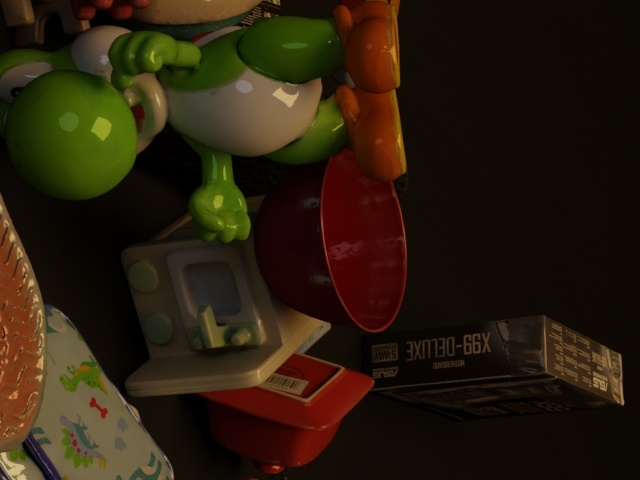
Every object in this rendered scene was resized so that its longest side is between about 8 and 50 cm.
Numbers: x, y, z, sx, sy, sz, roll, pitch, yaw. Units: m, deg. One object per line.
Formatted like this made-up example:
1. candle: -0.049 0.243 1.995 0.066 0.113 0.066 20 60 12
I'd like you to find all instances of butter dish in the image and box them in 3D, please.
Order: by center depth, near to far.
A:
1. butter dish: -0.046 0.186 1.812 0.160 0.160 0.118 -34 137 -62

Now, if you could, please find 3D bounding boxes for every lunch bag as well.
1. lunch bag: -0.227 0.176 1.425 0.219 0.090 0.176 59 35 -9

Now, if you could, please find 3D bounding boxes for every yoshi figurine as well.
1. yoshi figurine: -0.111 -0.101 1.471 0.203 0.362 0.203 44 43 -85

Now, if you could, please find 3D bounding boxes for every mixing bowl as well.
1. mixing bowl: 0.000 0.000 1.632 0.181 0.098 0.181 27 59 -60

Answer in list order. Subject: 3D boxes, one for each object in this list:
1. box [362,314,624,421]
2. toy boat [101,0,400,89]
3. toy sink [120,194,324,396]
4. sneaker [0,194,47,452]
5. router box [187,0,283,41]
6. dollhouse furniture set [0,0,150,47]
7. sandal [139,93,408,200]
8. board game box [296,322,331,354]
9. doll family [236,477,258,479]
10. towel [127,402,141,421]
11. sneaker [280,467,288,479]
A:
1. box: 0.227 0.168 2.232 0.307 0.242 0.076 26 60 -61
2. toy boat: -0.078 -0.241 1.680 0.267 0.318 0.148 -70 173 -57
3. toy sink: -0.094 0.044 1.714 0.234 0.153 0.131 -41 120 -58
4. sneaker: -0.300 0.018 1.319 0.108 0.121 0.302 -19 94 -55
5. router box: -0.097 -0.234 1.901 0.179 0.046 0.133 4 80 -63
6. dollhouse furniture set: -0.271 -0.261 1.379 0.374 0.201 0.152 0 83 -64
7. sandal: -0.055 -0.120 1.789 0.446 0.168 0.107 26 48 -52
8. board game box: -0.058 -0.006 1.941 0.145 0.027 0.281 -39 118 -61
9. doll family: -0.019 0.368 1.813 0.263 0.118 0.163 55 37 -44
10. towel: -0.221 0.297 1.519 0.325 0.038 0.247 -36 114 -59
11. sneaker: -0.031 0.234 1.925 0.098 0.038 0.069 34 54 -45
